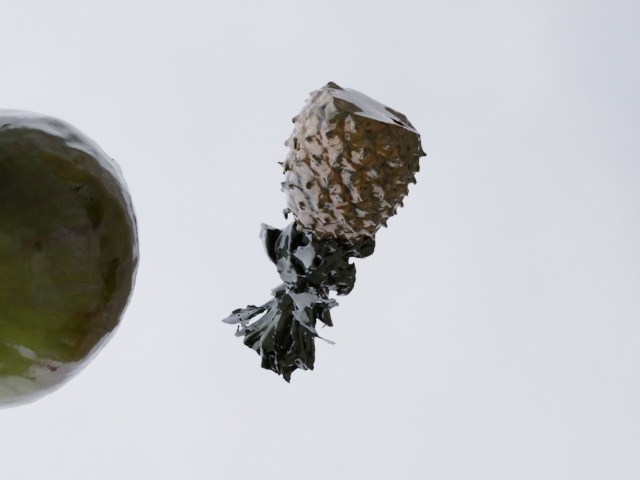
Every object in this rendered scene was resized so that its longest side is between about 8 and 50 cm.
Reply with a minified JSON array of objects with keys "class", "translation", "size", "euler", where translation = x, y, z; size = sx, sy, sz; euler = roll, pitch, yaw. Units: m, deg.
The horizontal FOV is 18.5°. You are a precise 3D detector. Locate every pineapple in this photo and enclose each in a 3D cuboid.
[{"class":"pineapple","translation":[0.000,0.000,1.617],"size":[0.125,0.125,0.251],"euler":[-24,-39,-62]}]

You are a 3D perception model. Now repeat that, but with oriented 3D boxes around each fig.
[{"class":"fig","translation":[-0.136,-0.005,1.040],"size":[0.259,0.151,0.151],"euler":[-29,-77,-61]}]
